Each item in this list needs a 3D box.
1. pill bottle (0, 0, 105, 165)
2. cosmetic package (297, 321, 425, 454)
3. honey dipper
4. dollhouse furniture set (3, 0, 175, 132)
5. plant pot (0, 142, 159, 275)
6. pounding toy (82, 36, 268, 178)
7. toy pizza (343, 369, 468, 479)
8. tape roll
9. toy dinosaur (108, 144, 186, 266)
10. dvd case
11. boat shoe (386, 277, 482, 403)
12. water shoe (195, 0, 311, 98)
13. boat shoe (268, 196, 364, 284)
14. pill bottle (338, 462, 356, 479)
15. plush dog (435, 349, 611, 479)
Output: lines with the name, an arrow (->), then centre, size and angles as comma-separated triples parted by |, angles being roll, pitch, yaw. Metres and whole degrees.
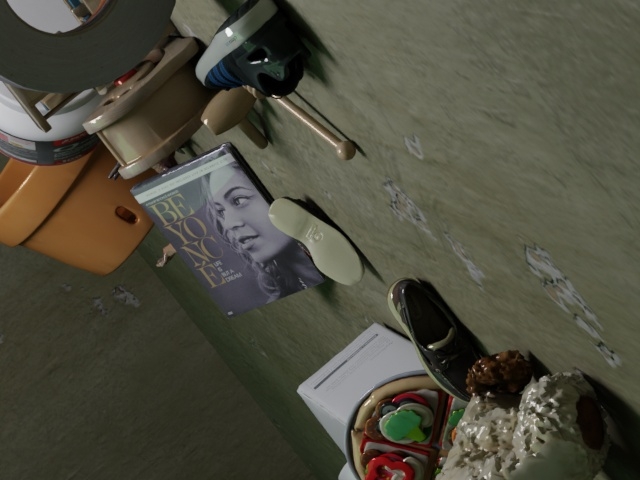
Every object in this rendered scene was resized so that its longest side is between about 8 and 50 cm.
pill bottle -> -0.349, -0.218, 2.123 | 0.210, 0.210, 0.363 | 50, 170, -2
cosmetic package -> 0.119, 0.239, 1.971 | 0.224, 0.138, 0.224 | 54, 171, -20
honey dipper -> -0.024, -0.122, 1.585 | 0.160, 0.030, 0.030 | 42, 167, 31
dollhouse furniture set -> -0.285, -0.235, 1.857 | 0.129, 0.183, 0.129 | 54, 169, -24
plant pot -> -0.356, -0.082, 2.545 | 0.203, 0.291, 0.291 | 36, 175, -18
pounding toy -> -0.162, -0.119, 1.835 | 0.155, 0.154, 0.269 | 53, 170, -18
toy pizza -> 0.123, 0.227, 1.796 | 0.201, 0.201, 0.032 | 53, -156, -20
tape roll -> -0.244, -0.245, 1.544 | 0.219, 0.219, 0.072 | 53, 170, -17
toy dinosaur -> -0.178, -0.061, 2.236 | 0.295, 0.127, 0.200 | 23, 145, 57
dvd case -> -0.116, -0.009, 2.124 | 0.164, 0.018, 0.221 | -22, 115, 33
boat shoe -> 0.121, 0.104, 1.705 | 0.152, 0.056, 0.049 | 50, 175, -1
water shoe -> -0.060, -0.154, 1.499 | 0.080, 0.073, 0.203 | 48, 171, -1
boat shoe -> 0.001, -0.001, 1.887 | 0.133, 0.049, 0.042 | 40, -164, 13
pill bottle -> 0.154, 0.397, 2.357 | 0.272, 0.152, 0.152 | 46, 169, 19
plush dog -> 0.173, 0.230, 1.536 | 0.225, 0.210, 0.262 | -62, -41, -70
